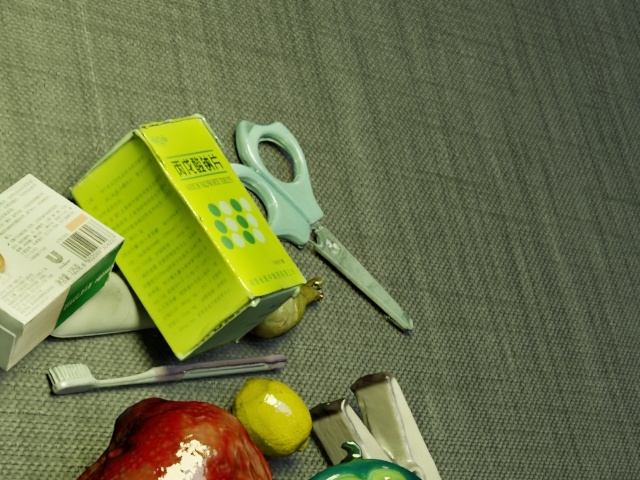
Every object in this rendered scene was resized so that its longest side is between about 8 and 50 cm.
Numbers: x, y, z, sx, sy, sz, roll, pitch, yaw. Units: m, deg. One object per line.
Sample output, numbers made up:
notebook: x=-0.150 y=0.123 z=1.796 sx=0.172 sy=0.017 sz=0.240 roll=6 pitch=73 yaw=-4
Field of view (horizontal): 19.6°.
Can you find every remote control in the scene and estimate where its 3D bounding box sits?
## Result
remote control: x=-0.236 y=0.064 z=2.084 sx=0.229 sy=0.044 sz=0.073 roll=-4 pitch=66 yaw=-49

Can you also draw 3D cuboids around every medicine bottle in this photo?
medicine bottle: x=-0.149 y=-0.006 z=2.111 sx=0.250 sy=0.141 sz=0.137 roll=56 pitch=31 yaw=10

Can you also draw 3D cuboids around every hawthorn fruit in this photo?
hawthorn fruit: x=-0.140 y=0.300 z=1.929 sx=0.266 sy=0.210 sz=0.230 roll=61 pitch=23 yaw=-21

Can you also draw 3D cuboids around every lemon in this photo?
lemon: x=-0.054 y=0.209 z=2.159 sx=0.110 sy=0.082 sz=0.082 roll=49 pitch=40 yaw=-15

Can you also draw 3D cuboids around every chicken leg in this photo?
chicken leg: x=-0.048 y=0.068 z=2.271 sx=0.178 sy=0.070 sz=0.093 roll=-16 pitch=73 yaw=-57

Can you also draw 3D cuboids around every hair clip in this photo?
hair clip: x=0.104 y=0.326 z=2.256 sx=0.101 sy=0.085 sz=0.331 roll=-32 pitch=98 yaw=-49

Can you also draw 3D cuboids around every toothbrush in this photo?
toothbrush: x=-0.169 y=0.147 z=2.121 sx=0.354 sy=0.024 sz=0.029 roll=-2 pitch=60 yaw=-47

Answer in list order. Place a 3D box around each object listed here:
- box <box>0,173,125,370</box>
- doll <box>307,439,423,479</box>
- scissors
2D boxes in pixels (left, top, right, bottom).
box: x=-0.318 y=0.030 z=1.952 sx=0.135 sy=0.081 sz=0.199 roll=34 pitch=37 yaw=10
doll: x=0.054 y=0.386 z=2.091 sx=0.198 sy=0.186 sz=0.322 roll=-2 pitch=84 yaw=-15
scissors: x=-0.001 y=0.001 z=2.390 sx=0.360 sy=0.029 sz=0.191 roll=46 pitch=45 yaw=-20
